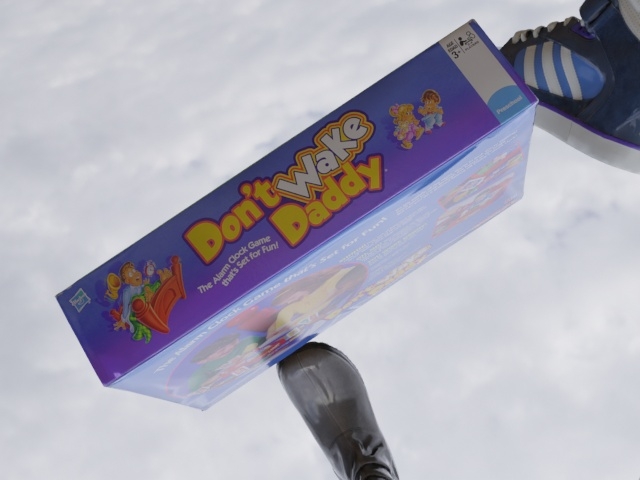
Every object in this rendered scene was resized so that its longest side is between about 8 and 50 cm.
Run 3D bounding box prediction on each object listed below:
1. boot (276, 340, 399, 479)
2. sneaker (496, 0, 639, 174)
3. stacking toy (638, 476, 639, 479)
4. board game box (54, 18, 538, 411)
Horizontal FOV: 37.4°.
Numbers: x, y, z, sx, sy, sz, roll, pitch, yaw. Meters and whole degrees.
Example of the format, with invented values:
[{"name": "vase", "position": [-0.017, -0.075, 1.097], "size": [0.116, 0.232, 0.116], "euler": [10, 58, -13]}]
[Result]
[{"name": "boot", "position": [0.058, 0.322, 1.431], "size": [0.118, 0.338, 0.223], "euler": [-32, -152, 4]}, {"name": "sneaker", "position": [0.315, -0.240, 1.090], "size": [0.130, 0.236, 0.323], "euler": [3, -153, -33]}, {"name": "stacking toy", "position": [0.497, 0.378, 1.049], "size": [0.141, 0.330, 0.141], "euler": [-36, -174, 4]}, {"name": "board game box", "position": [0.000, 0.000, 0.743], "size": [0.347, 0.233, 0.078], "euler": [-33, -107, 0]}]
